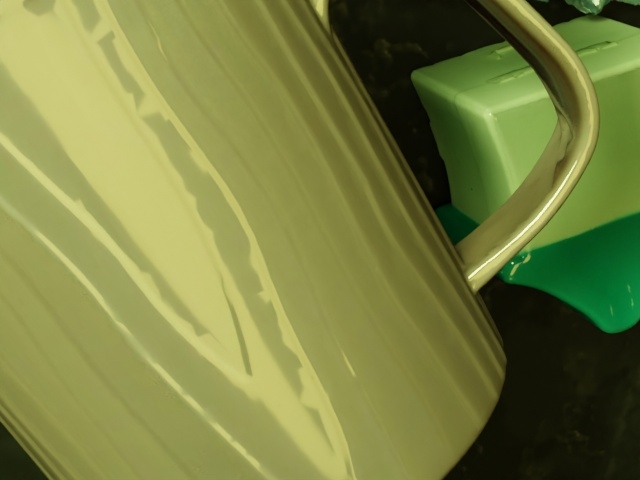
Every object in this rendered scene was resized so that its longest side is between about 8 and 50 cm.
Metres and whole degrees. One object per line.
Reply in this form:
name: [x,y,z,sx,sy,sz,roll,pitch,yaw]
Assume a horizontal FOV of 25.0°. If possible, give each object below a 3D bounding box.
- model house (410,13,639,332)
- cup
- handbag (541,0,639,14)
model house: [0.131,-0.031,0.776,0.127,0.100,0.149,-18,112,-14]
cup: [-0.046,-0.025,0.637,0.288,0.208,0.273,-40,108,-23]
handbag: [0.116,-0.193,0.739,0.221,0.057,0.144,4,111,-23]
